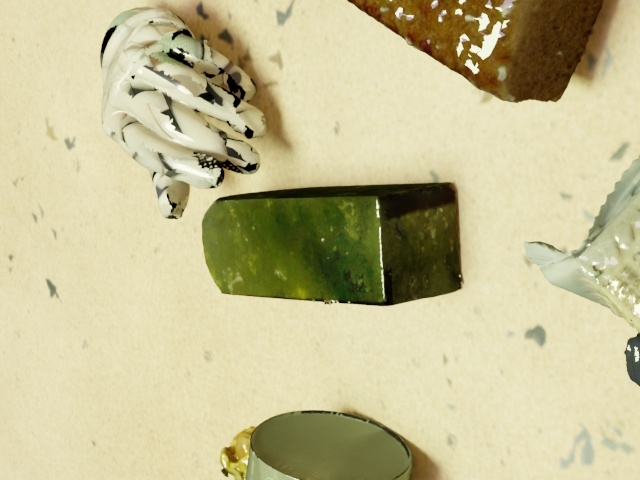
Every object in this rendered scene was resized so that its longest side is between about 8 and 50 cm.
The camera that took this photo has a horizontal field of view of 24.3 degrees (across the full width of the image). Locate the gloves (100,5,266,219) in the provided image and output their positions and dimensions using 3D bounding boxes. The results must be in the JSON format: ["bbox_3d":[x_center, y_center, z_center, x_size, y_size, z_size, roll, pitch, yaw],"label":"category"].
[{"bbox_3d":[-0.126,-0.109,1.211,0.127,0.111,0.212,-47,32,11],"label":"gloves"}]

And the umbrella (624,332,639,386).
[{"bbox_3d":[0.274,0.117,0.846,0.248,0.071,0.071,41,126,37],"label":"umbrella"}]

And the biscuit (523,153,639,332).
[{"bbox_3d":[0.272,0.052,0.797,0.186,0.079,0.309,-44,57,7],"label":"biscuit"}]

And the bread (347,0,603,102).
[{"bbox_3d":[0.028,-0.259,1.015,0.416,0.113,0.165,41,127,34],"label":"bread"}]

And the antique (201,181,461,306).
[{"bbox_3d":[0.000,0.000,1.126,0.221,0.080,0.081,2,99,50],"label":"antique"}]

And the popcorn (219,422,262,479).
[{"bbox_3d":[-0.039,0.178,1.228,0.084,0.084,0.084,13,107,47],"label":"popcorn"}]

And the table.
[{"bbox_3d":[-0.006,0.256,1.147,0.126,0.126,0.220,25,116,43],"label":"table"}]
